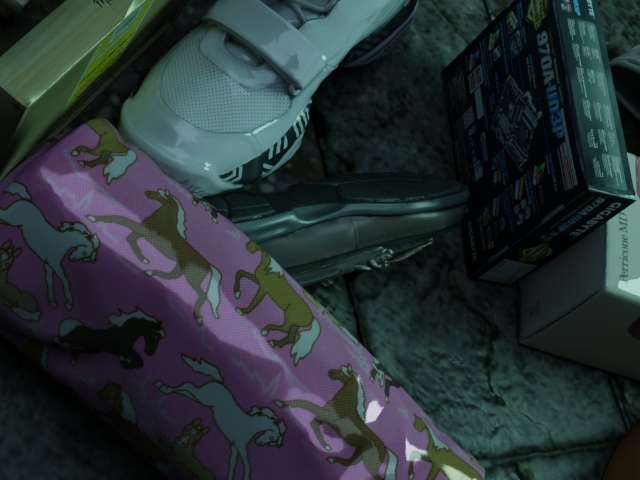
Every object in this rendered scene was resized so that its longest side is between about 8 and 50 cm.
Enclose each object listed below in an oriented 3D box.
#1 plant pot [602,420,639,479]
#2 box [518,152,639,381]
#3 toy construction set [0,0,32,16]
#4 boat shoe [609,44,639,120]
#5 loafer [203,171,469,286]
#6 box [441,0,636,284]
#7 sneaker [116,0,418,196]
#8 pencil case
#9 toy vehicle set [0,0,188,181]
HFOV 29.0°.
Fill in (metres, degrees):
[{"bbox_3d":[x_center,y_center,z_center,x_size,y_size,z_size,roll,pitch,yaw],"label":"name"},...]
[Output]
[{"bbox_3d":[0.401,0.240,0.991,0.291,0.203,0.291,13,59,-24],"label":"plant pot"},{"bbox_3d":[0.305,0.035,1.092,0.232,0.127,0.148,18,59,-20],"label":"box"},{"bbox_3d":[-0.345,-0.313,0.916,0.328,0.151,0.215,21,57,-31],"label":"toy construction set"},{"bbox_3d":[0.376,-0.102,1.192,0.088,0.096,0.267,-22,56,-20],"label":"boat shoe"},{"bbox_3d":[0.000,0.000,0.984,0.267,0.096,0.084,-9,111,-31],"label":"loafer"},{"bbox_3d":[0.179,-0.096,1.061,0.051,0.175,0.220,9,61,-25],"label":"box"},{"bbox_3d":[-0.020,-0.198,0.970,0.137,0.210,0.366,35,50,12],"label":"sneaker"},{"bbox_3d":[-0.070,0.095,0.829,0.386,0.167,0.160,42,65,-4],"label":"pencil case"},{"bbox_3d":[-0.166,-0.143,0.902,0.035,0.166,0.267,41,53,-5],"label":"toy vehicle set"}]
